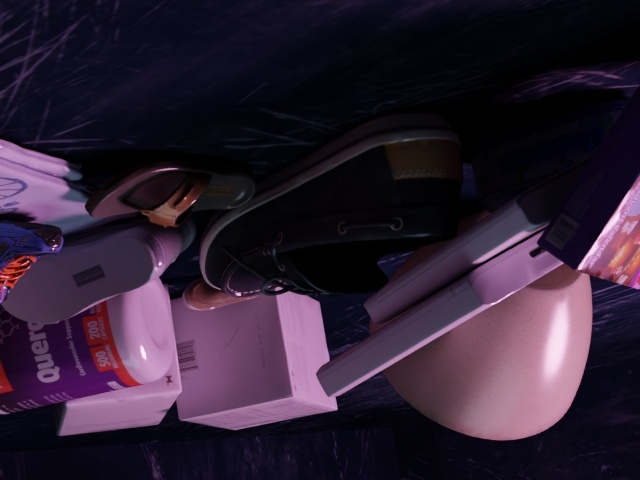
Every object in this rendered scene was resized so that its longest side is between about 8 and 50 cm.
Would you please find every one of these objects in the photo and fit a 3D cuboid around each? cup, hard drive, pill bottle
[{"bbox_3d":[0.262,0.087,1.887,0.331,0.331,0.237,-4,140,-23],"label":"cup"},{"bbox_3d":[0.166,0.078,1.581,0.233,0.047,0.353,-26,172,-36],"label":"hard drive"},{"bbox_3d":[-0.377,0.136,1.801,0.322,0.182,0.181,-14,165,11],"label":"pill bottle"},{"bbox_3d":[0.203,-0.005,1.485,0.203,0.040,0.307,-26,172,-37],"label":"hard drive"}]

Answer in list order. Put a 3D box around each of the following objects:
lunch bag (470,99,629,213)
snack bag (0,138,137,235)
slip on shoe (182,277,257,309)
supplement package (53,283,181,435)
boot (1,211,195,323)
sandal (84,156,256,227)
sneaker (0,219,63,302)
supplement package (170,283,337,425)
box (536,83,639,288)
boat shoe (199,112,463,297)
[{"bbox_3d":[0.301,-0.092,1.574,0.219,0.090,0.176,-17,161,26],"label":"lunch bag"},{"bbox_3d":[-0.402,-0.032,1.445,0.323,0.037,0.342,-14,168,17],"label":"snack bag"},{"bbox_3d":[-0.145,0.076,1.986,0.135,0.052,0.041,-4,170,-32],"label":"slip on shoe"},{"bbox_3d":[-0.332,0.192,2.051,0.177,0.175,0.293,-4,164,-16],"label":"supplement package"},{"bbox_3d":[-0.272,0.029,1.607,0.258,0.095,0.123,-13,-167,29],"label":"boot"},{"bbox_3d":[-0.158,-0.045,1.460,0.219,0.060,0.090,0,144,-43],"label":"sandal"},{"bbox_3d":[-0.369,0.033,1.480,0.221,0.087,0.083,-19,166,38],"label":"sneaker"},{"bbox_3d":[-0.112,0.195,2.164,0.198,0.199,0.262,-13,165,13],"label":"supplement package"},{"bbox_3d":[0.361,-0.091,1.356,0.201,0.057,0.293,12,112,-58],"label":"box"},{"bbox_3d":[0.000,0.000,1.606,0.186,0.156,0.500,-2,164,-35],"label":"boat shoe"}]
